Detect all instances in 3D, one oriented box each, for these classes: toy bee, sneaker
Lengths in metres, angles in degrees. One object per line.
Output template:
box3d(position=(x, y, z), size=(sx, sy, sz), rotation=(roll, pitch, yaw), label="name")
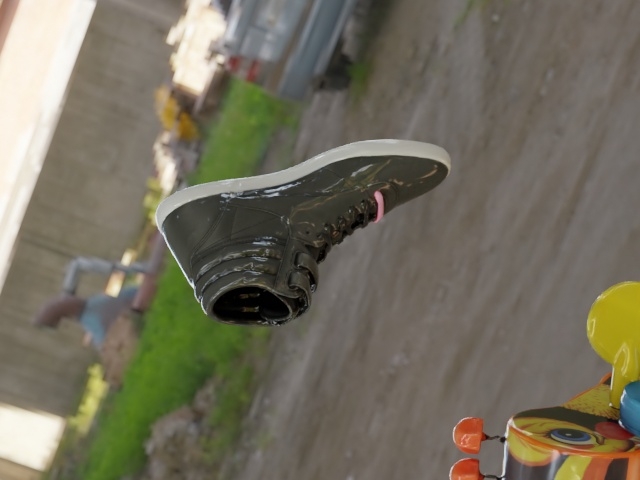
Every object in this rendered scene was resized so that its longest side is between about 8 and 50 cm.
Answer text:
box3d(position=(0.168, 0.120, 0.914), size=(0.298, 0.162, 0.195), rotation=(31, -110, -70), label="toy bee")
box3d(position=(0.000, 0.000, 1.481), size=(0.104, 0.295, 0.147), rotation=(87, 166, -59), label="sneaker")
